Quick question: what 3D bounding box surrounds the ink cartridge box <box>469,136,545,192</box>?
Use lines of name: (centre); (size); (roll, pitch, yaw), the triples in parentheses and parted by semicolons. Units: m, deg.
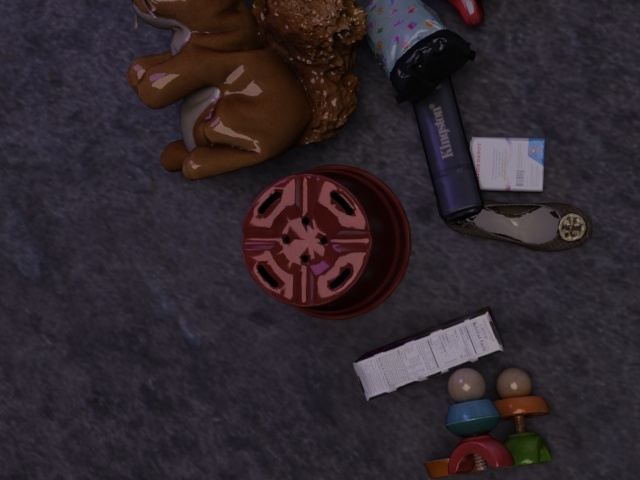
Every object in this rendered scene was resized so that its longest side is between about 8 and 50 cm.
ink cartridge box: (0.310, -0.126, 1.645); (0.122, 0.052, 0.089); (3, 89, 10)

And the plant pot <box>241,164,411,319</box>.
plant pot: (0.000, 0.000, 1.594); (0.272, 0.265, 0.273); (0, 89, 10)

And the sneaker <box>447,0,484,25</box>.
sneaker: (0.183, -0.437, 1.669); (0.128, 0.087, 0.221); (-28, 72, 17)

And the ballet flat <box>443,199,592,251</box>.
ballet flat: (0.325, -0.032, 1.638); (0.249, 0.058, 0.084); (9, 92, 11)

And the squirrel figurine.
squirrel figurine: (-0.124, -0.321, 1.604); (0.396, 0.281, 0.371); (-15, 101, -7)

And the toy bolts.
toy bolts: (0.244, 0.289, 1.579); (0.218, 0.228, 0.159); (-15, 73, 24)

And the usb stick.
usb stick: (0.206, -0.164, 1.637); (0.077, 0.045, 0.278); (-19, 71, 23)

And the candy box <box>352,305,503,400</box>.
candy box: (0.180, 0.182, 1.611); (0.233, 0.159, 0.071); (-21, 86, 9)

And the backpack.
backpack: (0.149, -0.332, 1.622); (0.152, 0.115, 0.182); (-34, 49, 7)
